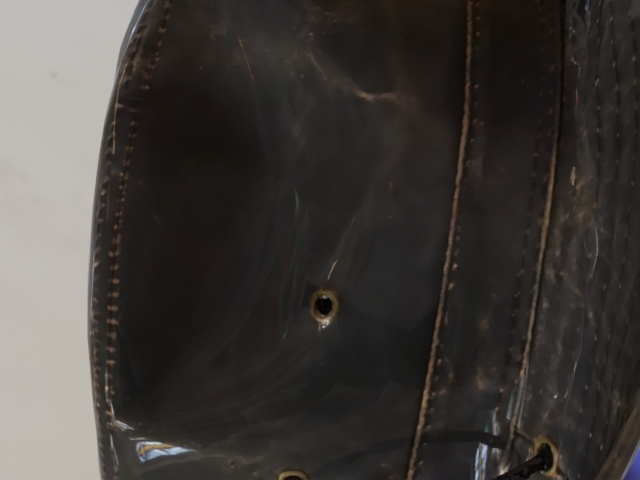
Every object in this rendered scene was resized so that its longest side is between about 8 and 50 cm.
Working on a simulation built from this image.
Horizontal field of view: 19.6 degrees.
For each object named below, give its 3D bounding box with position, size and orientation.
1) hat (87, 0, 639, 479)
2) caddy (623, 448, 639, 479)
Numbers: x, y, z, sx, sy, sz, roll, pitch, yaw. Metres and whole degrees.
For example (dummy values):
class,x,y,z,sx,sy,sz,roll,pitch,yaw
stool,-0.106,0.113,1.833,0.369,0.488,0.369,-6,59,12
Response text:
class,x,y,z,sx,sy,sz,roll,pitch,yaw
hat,0.000,0.000,0.519,0.134,0.331,0.331,13,-139,-4
caddy,0.108,-0.025,0.813,0.341,0.179,0.241,61,-166,8
